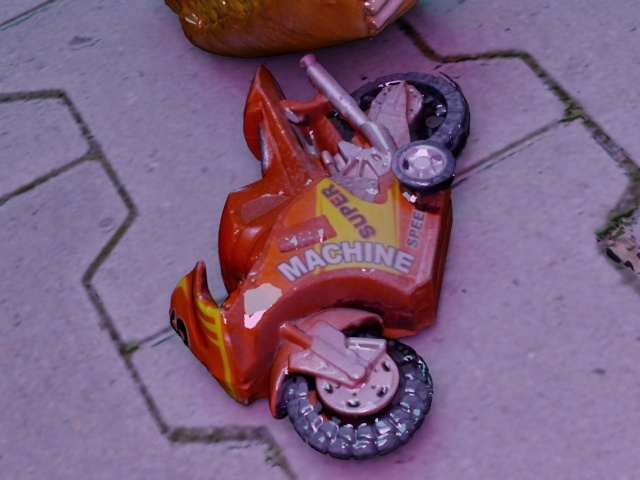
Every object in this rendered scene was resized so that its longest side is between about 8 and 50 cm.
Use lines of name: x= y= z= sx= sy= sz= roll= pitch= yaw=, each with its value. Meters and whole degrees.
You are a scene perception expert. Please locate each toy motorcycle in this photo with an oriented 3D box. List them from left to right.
toy motorcycle: x=0.002 y=0.001 z=0.970 sx=0.171 sy=0.089 sz=0.298 roll=-2 pitch=48 yaw=16

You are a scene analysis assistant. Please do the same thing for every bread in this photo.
bread: x=-0.028 y=-0.210 z=1.063 sx=0.156 sy=0.204 sz=0.288 roll=-44 pitch=17 yaw=-15
